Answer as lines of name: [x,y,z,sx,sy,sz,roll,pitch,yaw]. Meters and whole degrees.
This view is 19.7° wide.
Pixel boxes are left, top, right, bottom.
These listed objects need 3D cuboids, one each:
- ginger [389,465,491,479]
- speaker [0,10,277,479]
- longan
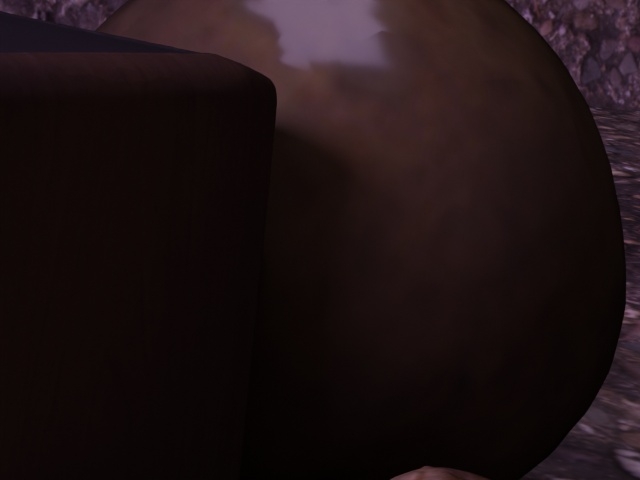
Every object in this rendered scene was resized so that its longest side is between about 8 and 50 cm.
ginger: [0.088,0.129,0.609,0.204,0.104,0.080,20,-17,-36]
speaker: [-0.132,0.035,0.676,0.153,0.231,0.192,16,13,35]
longan: [0.002,-0.003,0.875,0.297,0.297,0.297,7,11,-1]
